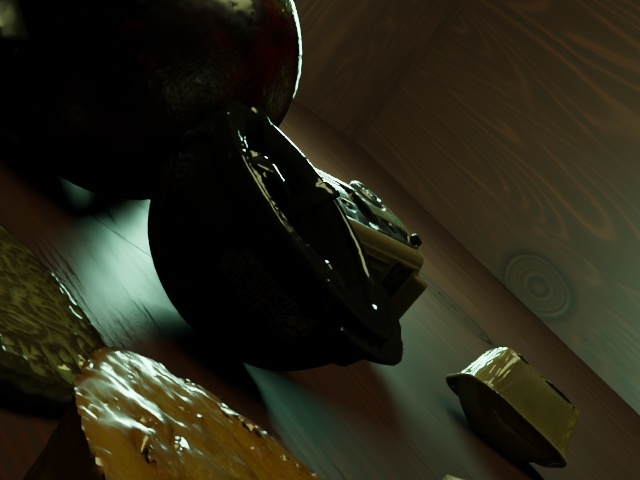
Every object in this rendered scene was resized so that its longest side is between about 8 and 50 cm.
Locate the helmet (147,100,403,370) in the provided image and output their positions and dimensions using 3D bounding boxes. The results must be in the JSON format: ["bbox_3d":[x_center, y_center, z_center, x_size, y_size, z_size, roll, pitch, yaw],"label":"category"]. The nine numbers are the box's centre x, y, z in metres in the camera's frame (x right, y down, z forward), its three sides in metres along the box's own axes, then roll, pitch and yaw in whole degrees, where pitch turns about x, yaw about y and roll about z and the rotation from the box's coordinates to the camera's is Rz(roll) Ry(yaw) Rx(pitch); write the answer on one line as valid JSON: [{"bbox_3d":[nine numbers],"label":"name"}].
[{"bbox_3d":[-0.055,0.022,1.376,0.279,0.160,0.230,57,11,-20],"label":"helmet"}]

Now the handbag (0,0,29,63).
[{"bbox_3d":[-0.408,-0.265,1.310,0.288,0.152,0.342,54,30,9],"label":"handbag"}]

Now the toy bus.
[{"bbox_3d":[0.000,0.000,1.824,0.289,0.139,0.157,27,18,-52],"label":"toy bus"}]

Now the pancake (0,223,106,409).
[{"bbox_3d":[-0.252,0.013,1.014,0.288,0.033,0.286,39,9,2],"label":"pancake"}]

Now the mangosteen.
[{"bbox_3d":[-0.180,-0.209,1.481,0.306,0.306,0.359,47,-15,46],"label":"mangosteen"}]

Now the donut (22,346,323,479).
[{"bbox_3d":[-0.039,0.181,0.745,0.277,0.108,0.277,39,8,-6],"label":"donut"}]

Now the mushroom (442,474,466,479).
[{"bbox_3d":[0.180,0.282,1.341,0.209,0.071,0.084,36,40,0],"label":"mushroom"}]

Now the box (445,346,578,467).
[{"bbox_3d":[0.236,0.211,1.895,0.177,0.111,0.111,42,7,-10],"label":"box"}]
